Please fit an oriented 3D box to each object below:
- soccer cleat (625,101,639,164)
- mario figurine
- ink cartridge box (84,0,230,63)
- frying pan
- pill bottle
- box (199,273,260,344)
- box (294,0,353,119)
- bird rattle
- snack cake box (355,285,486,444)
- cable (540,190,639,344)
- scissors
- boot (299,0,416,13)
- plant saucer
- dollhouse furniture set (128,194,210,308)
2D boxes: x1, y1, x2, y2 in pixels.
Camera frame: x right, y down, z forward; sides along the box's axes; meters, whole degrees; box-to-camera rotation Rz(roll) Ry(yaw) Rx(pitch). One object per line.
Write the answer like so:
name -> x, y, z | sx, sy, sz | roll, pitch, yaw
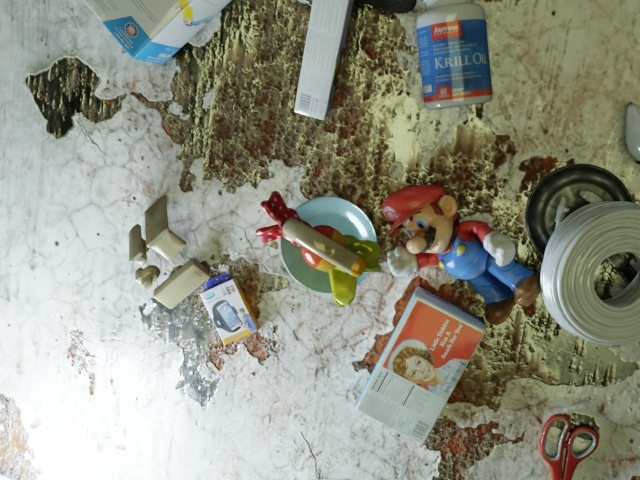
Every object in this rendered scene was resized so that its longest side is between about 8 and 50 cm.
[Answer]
soccer cleat -> 0.691, -0.230, 1.253 | 0.331, 0.116, 0.143 | -18, 97, 12
mario figurine -> 0.238, 0.032, 1.349 | 0.320, 0.170, 0.198 | 39, 101, -1
ink cartridge box -> -0.289, -0.470, 1.352 | 0.232, 0.168, 0.171 | -39, 92, 13
frying pan -> 0.503, 0.017, 1.366 | 0.197, 0.053, 0.326 | -18, 93, 12
pill bottle -> 0.236, -0.350, 1.306 | 0.124, 0.124, 0.221 | -7, 99, 11
box -> -0.190, 0.139, 1.512 | 0.081, 0.028, 0.136 | -25, 96, 13
box -> 0.013, -0.370, 1.302 | 0.067, 0.063, 0.324 | 16, 129, 5
bird rattle -> 0.000, 0.000, 1.338 | 0.253, 0.207, 0.143 | 40, 85, -8
snack cake box -> 0.194, 0.242, 1.433 | 0.152, 0.089, 0.264 | 28, 103, 6
cable -> 0.519, 0.058, 1.294 | 0.257, 0.089, 0.257 | 15, 98, -9
scissors -> 0.471, 0.490, 1.466 | 0.109, 0.021, 0.297 | 13, 102, 5
boot -> 0.064, -0.493, 1.289 | 0.246, 0.161, 0.083 | 5, 58, 4
plant saucer -> 0.018, 0.007, 1.449 | 0.195, 0.037, 0.195 | 2, 100, 10
dollhouse furniture set -> -0.317, 0.025, 1.514 | 0.144, 0.123, 0.151 | -39, 126, 14
